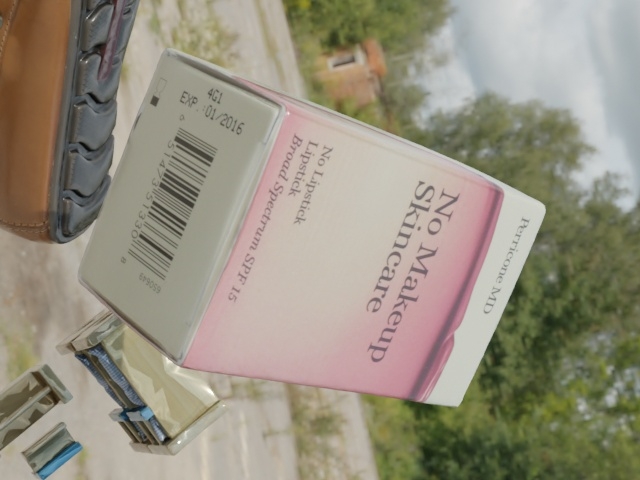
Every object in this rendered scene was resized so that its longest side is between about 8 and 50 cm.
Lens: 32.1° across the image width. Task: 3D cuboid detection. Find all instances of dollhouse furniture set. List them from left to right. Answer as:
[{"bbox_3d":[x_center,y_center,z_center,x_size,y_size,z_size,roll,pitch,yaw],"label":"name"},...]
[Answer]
[{"bbox_3d":[-0.207,0.157,0.983,0.129,0.183,0.129,55,-25,-8],"label":"dollhouse furniture set"}]

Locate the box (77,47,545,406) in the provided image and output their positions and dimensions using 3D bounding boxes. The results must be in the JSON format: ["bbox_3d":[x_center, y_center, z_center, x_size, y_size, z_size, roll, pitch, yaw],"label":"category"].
[{"bbox_3d":[0.000,0.000,0.668,0.127,0.232,0.149,31,-79,46],"label":"box"}]

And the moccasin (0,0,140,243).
[{"bbox_3d":[-0.207,-0.187,0.826,0.139,0.147,0.380,-52,160,-59],"label":"moccasin"}]
